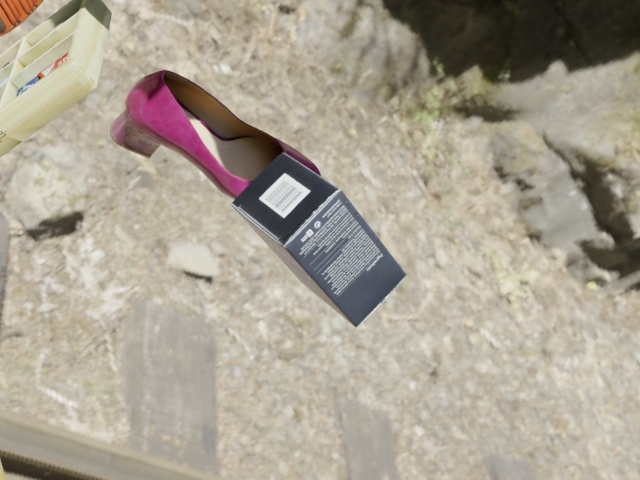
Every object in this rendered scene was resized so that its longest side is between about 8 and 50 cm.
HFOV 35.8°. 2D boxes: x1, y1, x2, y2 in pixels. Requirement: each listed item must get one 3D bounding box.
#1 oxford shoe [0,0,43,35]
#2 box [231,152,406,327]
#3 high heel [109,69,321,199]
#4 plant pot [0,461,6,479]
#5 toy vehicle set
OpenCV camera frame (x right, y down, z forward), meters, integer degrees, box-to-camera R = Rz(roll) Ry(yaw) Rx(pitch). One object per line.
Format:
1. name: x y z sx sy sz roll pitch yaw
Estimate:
1. oxford shoe: -0.421 -0.431 1.334 0.130 0.133 0.363 81 20 -63
2. box: 0.000 0.000 1.374 0.153 0.108 0.207 36 -11 50
3. high heel: -0.130 -0.157 1.560 0.377 0.181 0.127 11 64 -30
4. plant pot: -0.412 0.221 0.933 0.254 0.254 0.239 -44 116 -57
5. toy vehicle set: -0.325 -0.131 0.982 0.035 0.267 0.166 48 19 -32
